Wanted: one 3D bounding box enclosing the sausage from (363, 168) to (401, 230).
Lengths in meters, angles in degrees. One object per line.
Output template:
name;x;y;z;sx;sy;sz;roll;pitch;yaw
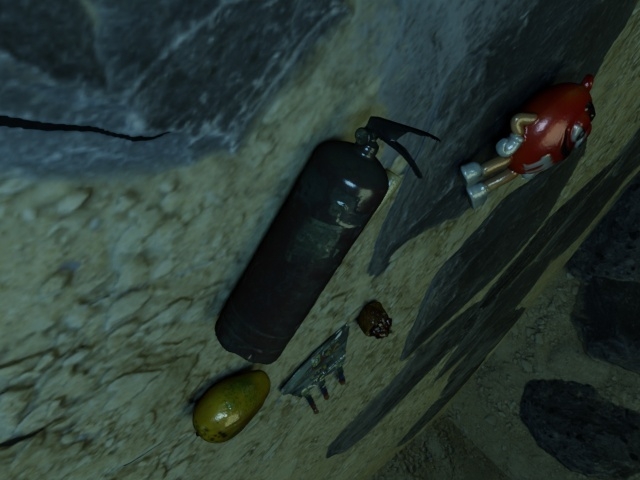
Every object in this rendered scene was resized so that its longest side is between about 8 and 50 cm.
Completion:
sausage;0.037;-0.018;0.723;0.132;0.024;0.024;-51;158;9

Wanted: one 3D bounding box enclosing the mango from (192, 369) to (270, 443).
mango;-0.099;0.187;0.792;0.114;0.057;0.079;-35;153;-47

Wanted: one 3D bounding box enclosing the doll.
doll;0.282;-0.128;0.910;0.217;0.085;0.183;-39;158;6

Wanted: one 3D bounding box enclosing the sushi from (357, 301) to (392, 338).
sushi;0.084;0.123;1.025;0.050;0.047;0.099;-45;157;4

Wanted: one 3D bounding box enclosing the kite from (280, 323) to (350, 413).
kite;0.002;0.214;1.075;0.141;0.015;0.245;-40;154;-14

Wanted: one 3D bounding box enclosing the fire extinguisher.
fire extinguisher;0.000;0.000;0.596;0.072;0.089;0.267;-10;138;-54
